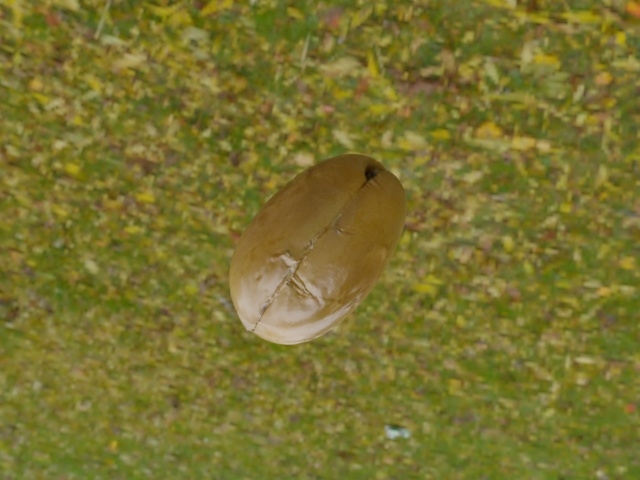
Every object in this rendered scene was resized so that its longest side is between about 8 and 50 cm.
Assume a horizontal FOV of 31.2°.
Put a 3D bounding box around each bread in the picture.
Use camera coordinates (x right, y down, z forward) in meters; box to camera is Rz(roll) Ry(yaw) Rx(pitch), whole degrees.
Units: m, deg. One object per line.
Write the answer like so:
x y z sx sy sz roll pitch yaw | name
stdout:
0.000 0.000 0.942 0.114 0.189 0.077 33 162 17 | bread
